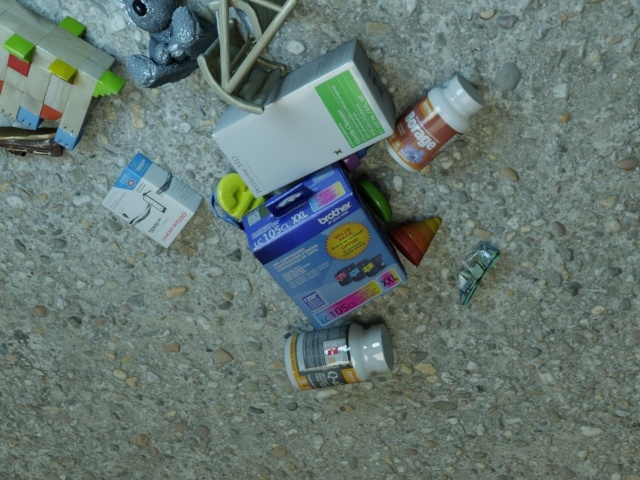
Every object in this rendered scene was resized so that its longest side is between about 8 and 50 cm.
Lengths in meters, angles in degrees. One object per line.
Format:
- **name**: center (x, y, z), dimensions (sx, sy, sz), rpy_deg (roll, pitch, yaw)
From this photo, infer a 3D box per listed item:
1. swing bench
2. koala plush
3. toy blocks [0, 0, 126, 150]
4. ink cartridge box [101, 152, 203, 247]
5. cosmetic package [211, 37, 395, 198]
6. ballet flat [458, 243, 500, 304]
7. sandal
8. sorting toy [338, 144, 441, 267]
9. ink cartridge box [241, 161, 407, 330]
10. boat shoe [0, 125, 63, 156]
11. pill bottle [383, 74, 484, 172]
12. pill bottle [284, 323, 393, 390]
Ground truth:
- **swing bench**: center (-0.135, -0.432, 1.454), dimensions (0.165, 0.253, 0.255), rpy_deg (20, 124, -5)
- **koala plush**: center (-0.340, -0.469, 1.531), dimensions (0.196, 0.203, 0.221), rpy_deg (-36, 91, 25)
- **toy blocks**: center (-0.655, -0.375, 1.640), dimensions (0.381, 0.191, 0.261), rpy_deg (30, 134, -12)
- **ink cartridge box**: center (-0.427, -0.100, 1.822), dimensions (0.203, 0.086, 0.148), rpy_deg (35, 121, -14)
- **cosmetic package**: center (-0.035, -0.270, 1.607), dimensions (0.365, 0.155, 0.197), rpy_deg (-25, 118, 22)
- **ballet flat**: center (0.393, 0.083, 1.839), dimensions (0.070, 0.070, 0.188), rpy_deg (22, 122, -6)
- **sandal**: center (-0.161, -0.054, 1.809), dimensions (0.317, 0.126, 0.138), rpy_deg (46, 156, -28)
- **sorting toy**: center (0.181, -0.108, 1.733), dimensions (0.126, 0.127, 0.366), rpy_deg (-37, 111, -4)
- **ink cartridge box**: center (0.000, 0.000, 1.691), dimensions (0.270, 0.151, 0.395), rpy_deg (-31, 129, 7)
- **boat shoe**: center (-0.747, -0.242, 1.784), dimensions (0.206, 0.073, 0.073), rpy_deg (5, 122, 6)
- **pill bottle**: center (0.253, -0.261, 1.587), dimensions (0.121, 0.121, 0.216), rpy_deg (39, 120, -16)
- **pill bottle**: center (0.053, 0.319, 1.981), dimensions (0.278, 0.162, 0.162), rpy_deg (-12, 121, 17)
